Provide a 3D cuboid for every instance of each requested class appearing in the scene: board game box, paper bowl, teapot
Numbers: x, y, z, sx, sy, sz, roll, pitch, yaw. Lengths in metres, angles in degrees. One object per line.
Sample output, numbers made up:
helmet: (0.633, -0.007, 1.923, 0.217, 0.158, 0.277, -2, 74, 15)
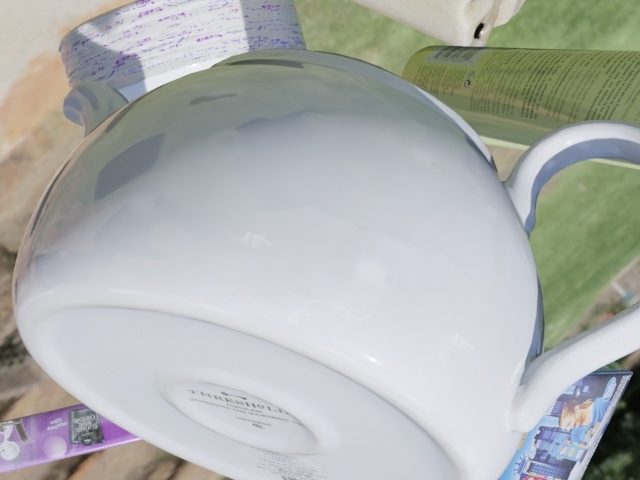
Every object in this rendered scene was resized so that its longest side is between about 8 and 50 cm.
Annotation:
board game box: (0.148, 0.166, 1.060, 0.194, 0.060, 0.194, 22, 95, -41)
board game box: (-0.219, 0.170, 1.116, 0.346, 0.056, 0.208, -12, 169, -9)
paper bowl: (-0.153, -0.198, 1.492, 0.284, 0.148, 0.284, -16, 179, 0)
teapot: (0.000, 0.000, 0.580, 0.252, 0.256, 0.187, -35, -150, 60)

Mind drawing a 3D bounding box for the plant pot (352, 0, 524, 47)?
plant pot: (0.089, -0.364, 1.317, 0.334, 0.305, 0.334, -51, 167, -17)

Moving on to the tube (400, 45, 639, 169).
tube: (0.147, -0.081, 0.753, 0.062, 0.240, 0.070, -4, 100, -39)
